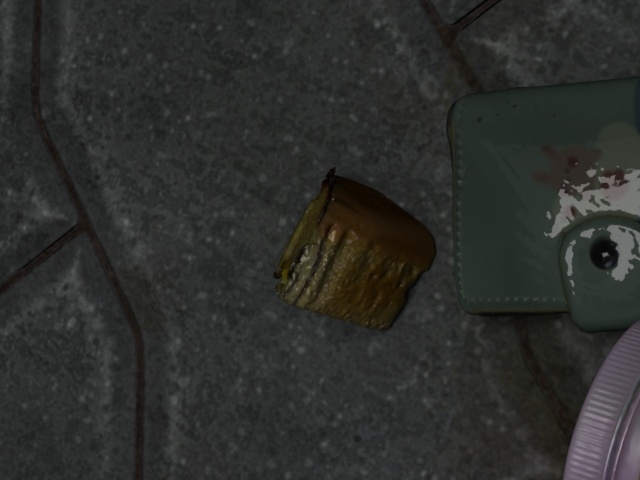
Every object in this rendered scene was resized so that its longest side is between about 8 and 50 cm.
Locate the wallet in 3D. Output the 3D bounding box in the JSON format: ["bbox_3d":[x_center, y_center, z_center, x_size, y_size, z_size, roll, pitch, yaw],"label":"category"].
[{"bbox_3d":[0.291,-0.037,1.718,0.360,0.083,0.252,-4,79,28],"label":"wallet"}]

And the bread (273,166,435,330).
[{"bbox_3d":[0.000,0.000,1.856,0.160,0.169,0.140,39,104,44],"label":"bread"}]

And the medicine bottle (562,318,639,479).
[{"bbox_3d":[0.369,0.211,1.537,0.241,0.252,0.252,16,91,32],"label":"medicine bottle"}]
